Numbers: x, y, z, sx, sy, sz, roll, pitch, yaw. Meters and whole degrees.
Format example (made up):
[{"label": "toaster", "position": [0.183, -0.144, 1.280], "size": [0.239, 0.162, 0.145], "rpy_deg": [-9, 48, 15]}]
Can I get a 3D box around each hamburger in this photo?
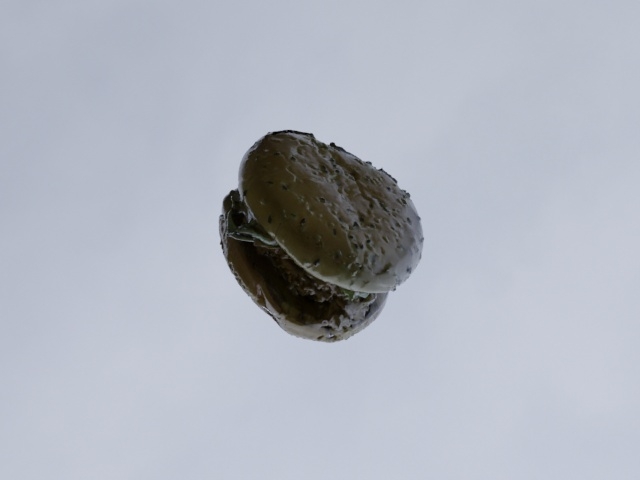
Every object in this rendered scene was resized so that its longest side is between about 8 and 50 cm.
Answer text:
[{"label": "hamburger", "position": [0.000, 0.000, 0.983], "size": [0.195, 0.318, 0.276], "rpy_deg": [-54, -161, 33]}]
